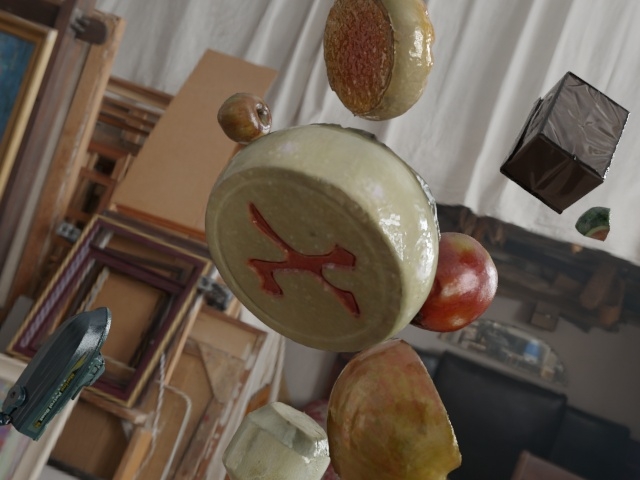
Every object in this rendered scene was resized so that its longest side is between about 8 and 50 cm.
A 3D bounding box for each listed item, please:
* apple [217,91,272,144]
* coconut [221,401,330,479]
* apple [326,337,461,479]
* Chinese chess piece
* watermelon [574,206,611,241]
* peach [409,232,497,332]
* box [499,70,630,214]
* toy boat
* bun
[{"bbox_3d":[-0.120,-0.191,1.053,0.071,0.083,0.084,-13,-19,35],"label":"apple"},{"bbox_3d":[-0.111,0.546,1.648,0.245,0.247,0.245,30,0,0],"label":"coconut"},{"bbox_3d":[0.156,0.391,1.427,0.252,0.314,0.309,32,10,-16],"label":"apple"},{"bbox_3d":[0.000,0.000,0.943,0.338,0.337,0.140,20,41,18],"label":"Chinese chess piece"},{"bbox_3d":[0.666,-0.035,1.622,0.092,0.072,0.084,-14,21,44],"label":"watermelon"},{"bbox_3d":[0.296,0.110,1.645,0.238,0.281,0.281,58,1,-1],"label":"peach"},{"bbox_3d":[0.556,-0.227,1.516,0.188,0.252,0.153,36,-31,1],"label":"box"},{"bbox_3d":[-0.519,0.258,1.357,0.114,0.296,0.122,34,-4,40],"label":"toy boat"},{"bbox_3d":[0.139,-0.399,1.411,0.165,0.298,0.299,-10,16,-28],"label":"bun"}]
